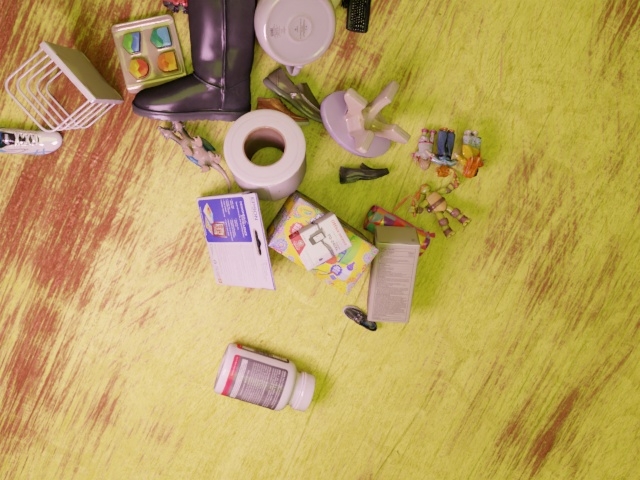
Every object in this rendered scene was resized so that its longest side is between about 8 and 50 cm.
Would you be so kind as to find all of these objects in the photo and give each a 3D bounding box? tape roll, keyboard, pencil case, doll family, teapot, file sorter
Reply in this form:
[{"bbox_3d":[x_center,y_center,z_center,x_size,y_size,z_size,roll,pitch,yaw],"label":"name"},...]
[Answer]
[{"bbox_3d":[-0.165,-0.260,1.740,0.246,0.169,0.245,0,77,0],"label":"tape roll"},{"bbox_3d":[0.114,-0.762,1.785,0.100,0.038,0.191,3,100,-7],"label":"keyboard"},{"bbox_3d":[0.263,-0.035,1.908,0.237,0.104,0.104,24,97,-10],"label":"pencil case"},{"bbox_3d":[0.438,-0.283,1.852,0.263,0.118,0.163,7,83,-6],"label":"doll family"},{"bbox_3d":[-0.085,-0.641,1.637,0.253,0.187,0.256,29,111,-38],"label":"teapot"},{"bbox_3d":[-0.736,-0.431,1.631,0.173,0.277,0.192,-38,102,6],"label":"file sorter"}]

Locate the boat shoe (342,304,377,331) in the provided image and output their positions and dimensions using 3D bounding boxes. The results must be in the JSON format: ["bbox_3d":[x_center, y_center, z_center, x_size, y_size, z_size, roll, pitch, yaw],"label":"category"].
[{"bbox_3d":[0.143,0.275,1.982,0.142,0.040,0.049,31,96,-11],"label":"boat shoe"}]

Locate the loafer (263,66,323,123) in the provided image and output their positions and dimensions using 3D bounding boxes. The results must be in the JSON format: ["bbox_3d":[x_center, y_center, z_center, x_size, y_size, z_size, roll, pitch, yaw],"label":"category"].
[{"bbox_3d":[-0.061,-0.461,1.792,0.251,0.094,0.087,34,99,-11],"label":"loafer"}]

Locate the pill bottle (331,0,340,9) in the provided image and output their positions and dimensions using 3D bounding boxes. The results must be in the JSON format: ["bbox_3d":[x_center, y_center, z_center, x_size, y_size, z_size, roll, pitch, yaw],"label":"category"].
[{"bbox_3d":[-0.055,-0.793,1.703,0.264,0.146,0.146,30,96,-11],"label":"pill bottle"}]

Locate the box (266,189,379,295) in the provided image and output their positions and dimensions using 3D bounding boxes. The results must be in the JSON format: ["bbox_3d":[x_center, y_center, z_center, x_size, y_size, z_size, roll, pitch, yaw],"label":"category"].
[{"bbox_3d":[-0.003,-0.005,1.792,0.290,0.279,0.177,33,95,-11],"label":"box"}]

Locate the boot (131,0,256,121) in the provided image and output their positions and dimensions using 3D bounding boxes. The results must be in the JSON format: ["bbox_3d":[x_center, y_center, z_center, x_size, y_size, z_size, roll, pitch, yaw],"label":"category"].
[{"bbox_3d":[-0.368,-0.580,1.636,0.367,0.146,0.444,-4,126,-17],"label":"boot"}]

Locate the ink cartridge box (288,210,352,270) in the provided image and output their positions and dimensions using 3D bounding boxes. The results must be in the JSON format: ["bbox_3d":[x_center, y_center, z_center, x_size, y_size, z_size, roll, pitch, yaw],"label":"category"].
[{"bbox_3d":[0.000,0.000,1.617,0.151,0.063,0.109,-30,102,0],"label":"ink cartridge box"}]

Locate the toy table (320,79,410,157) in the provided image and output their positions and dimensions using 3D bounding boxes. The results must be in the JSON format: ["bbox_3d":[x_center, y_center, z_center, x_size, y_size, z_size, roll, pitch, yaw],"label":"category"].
[{"bbox_3d":[0.149,-0.375,1.763,0.275,0.161,0.252,20,82,-27],"label":"toy table"}]

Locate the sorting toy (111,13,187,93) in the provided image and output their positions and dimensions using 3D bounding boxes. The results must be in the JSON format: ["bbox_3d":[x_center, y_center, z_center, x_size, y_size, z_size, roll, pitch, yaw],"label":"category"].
[{"bbox_3d":[-0.529,-0.578,1.744,0.193,0.038,0.208,-13,102,-4],"label":"sorting toy"}]

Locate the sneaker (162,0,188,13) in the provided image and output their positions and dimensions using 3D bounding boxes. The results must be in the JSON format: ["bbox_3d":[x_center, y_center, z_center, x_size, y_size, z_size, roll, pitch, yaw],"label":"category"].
[{"bbox_3d":[-0.333,-0.750,1.703,0.276,0.097,0.134,6,102,-6],"label":"sneaker"}]

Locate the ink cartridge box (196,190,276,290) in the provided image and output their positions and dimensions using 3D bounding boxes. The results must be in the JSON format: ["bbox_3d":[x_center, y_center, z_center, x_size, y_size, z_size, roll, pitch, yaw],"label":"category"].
[{"bbox_3d":[-0.250,-0.001,1.772,0.072,0.307,0.303,-22,106,-46],"label":"ink cartridge box"}]

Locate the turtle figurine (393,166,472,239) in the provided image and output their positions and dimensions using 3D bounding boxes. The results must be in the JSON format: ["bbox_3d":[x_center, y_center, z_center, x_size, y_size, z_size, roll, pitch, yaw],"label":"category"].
[{"bbox_3d":[0.392,-0.110,1.908,0.270,0.087,0.217,-34,80,-16],"label":"turtle figurine"}]

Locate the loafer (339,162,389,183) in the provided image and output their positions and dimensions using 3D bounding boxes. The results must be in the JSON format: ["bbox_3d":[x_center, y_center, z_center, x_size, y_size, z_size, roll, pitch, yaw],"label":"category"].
[{"bbox_3d":[0.145,-0.230,1.879,0.170,0.062,0.061,-10,97,-6],"label":"loafer"}]

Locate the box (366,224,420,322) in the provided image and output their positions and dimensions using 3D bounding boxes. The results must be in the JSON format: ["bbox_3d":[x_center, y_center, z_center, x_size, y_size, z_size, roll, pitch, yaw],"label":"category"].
[{"bbox_3d":[0.237,0.114,1.868,0.148,0.121,0.310,5,119,0],"label":"box"}]

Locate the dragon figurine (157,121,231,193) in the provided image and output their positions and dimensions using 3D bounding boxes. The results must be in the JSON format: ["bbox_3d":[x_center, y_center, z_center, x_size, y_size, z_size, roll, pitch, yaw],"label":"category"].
[{"bbox_3d":[-0.383,-0.279,1.794,0.085,0.144,0.289,-48,121,2],"label":"dragon figurine"}]

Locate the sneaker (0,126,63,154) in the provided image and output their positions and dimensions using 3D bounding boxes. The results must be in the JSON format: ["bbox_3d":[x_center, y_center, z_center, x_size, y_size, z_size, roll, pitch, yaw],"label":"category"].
[{"bbox_3d":[-0.919,-0.305,1.728,0.238,0.086,0.085,-1,99,-8],"label":"sneaker"}]

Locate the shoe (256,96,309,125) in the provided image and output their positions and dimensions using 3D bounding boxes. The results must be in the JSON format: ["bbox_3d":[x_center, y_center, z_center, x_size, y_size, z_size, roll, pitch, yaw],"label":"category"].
[{"bbox_3d":[-0.120,-0.415,1.809,0.178,0.063,0.081,6,105,-4],"label":"shoe"}]

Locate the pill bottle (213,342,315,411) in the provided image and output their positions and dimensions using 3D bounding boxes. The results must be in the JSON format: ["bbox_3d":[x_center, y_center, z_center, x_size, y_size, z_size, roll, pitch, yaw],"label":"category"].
[{"bbox_3d":[-0.187,0.474,1.914,0.319,0.176,0.176,19,98,-9],"label":"pill bottle"}]
